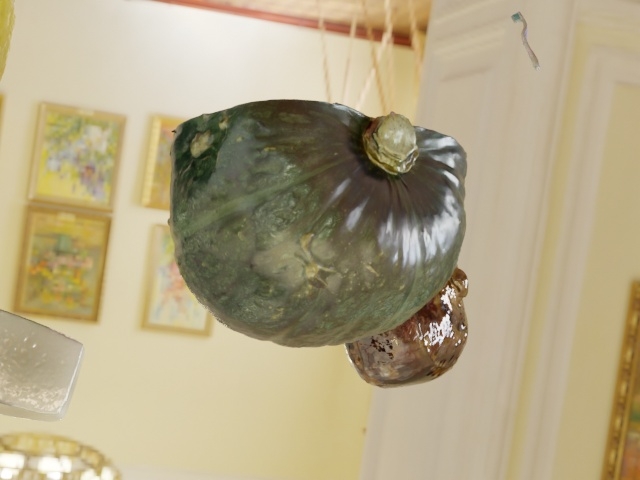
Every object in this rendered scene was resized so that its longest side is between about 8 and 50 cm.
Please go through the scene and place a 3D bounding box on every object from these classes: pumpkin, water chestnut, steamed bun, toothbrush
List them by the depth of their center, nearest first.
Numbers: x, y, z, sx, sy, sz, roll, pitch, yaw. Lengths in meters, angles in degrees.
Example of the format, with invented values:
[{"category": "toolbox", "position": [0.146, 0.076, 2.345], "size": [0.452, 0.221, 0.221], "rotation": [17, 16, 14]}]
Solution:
[{"category": "pumpkin", "position": [0.000, 0.000, 1.004], "size": [0.293, 0.197, 0.263], "rotation": [7, 165, -27]}, {"category": "toothbrush", "position": [0.224, -0.217, 1.151], "size": [0.013, 0.011, 0.131], "rotation": [-23, -146, 14]}, {"category": "water chestnut", "position": [0.084, 0.096, 1.421], "size": [0.238, 0.224, 0.223], "rotation": [-13, 179, 8]}, {"category": "steamed bun", "position": [-0.489, 0.182, 1.606], "size": [0.241, 0.146, 0.164], "rotation": [23, 160, -21]}]

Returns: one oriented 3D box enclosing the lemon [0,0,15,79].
[{"category": "lemon", "position": [-0.476, -0.270, 1.062], "size": [0.364, 0.364, 0.364], "rotation": [9, -178, 0]}]
